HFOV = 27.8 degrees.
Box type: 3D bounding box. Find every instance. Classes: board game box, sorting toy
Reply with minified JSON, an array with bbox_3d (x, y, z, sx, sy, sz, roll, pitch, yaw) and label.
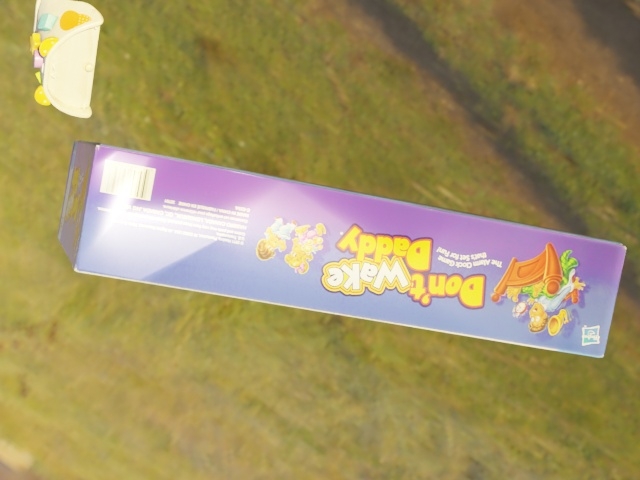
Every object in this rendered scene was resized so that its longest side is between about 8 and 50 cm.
[{"bbox_3d":[0.000,0.000,0.905,0.347,0.078,0.233,10,-177,-14],"label":"board game box"},{"bbox_3d":[-0.190,-0.142,0.927,0.075,0.044,0.083,59,145,39],"label":"sorting toy"}]
